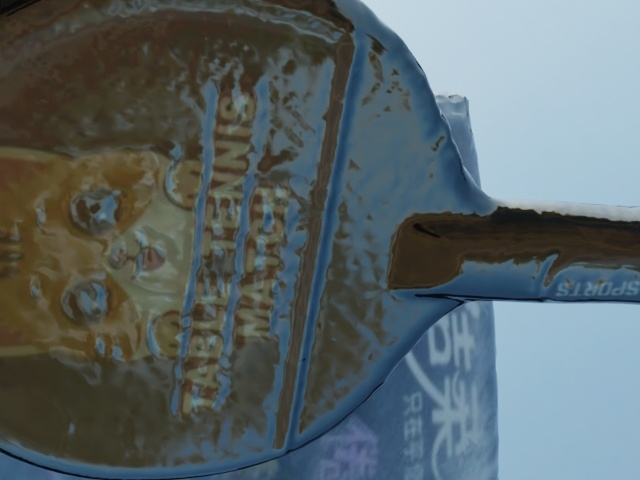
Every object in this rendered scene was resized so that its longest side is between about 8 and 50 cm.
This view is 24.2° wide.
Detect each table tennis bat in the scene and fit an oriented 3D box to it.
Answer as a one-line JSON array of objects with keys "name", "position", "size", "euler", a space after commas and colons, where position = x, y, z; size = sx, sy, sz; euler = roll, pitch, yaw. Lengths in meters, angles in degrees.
[{"name": "table tennis bat", "position": [0.000, 0.000, 0.391], "size": [0.027, 0.236, 0.150], "euler": [-113, -151, -61]}]

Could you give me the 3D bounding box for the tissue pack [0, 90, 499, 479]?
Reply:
[{"name": "tissue pack", "position": [-0.072, 0.080, 0.548], "size": [0.122, 0.361, 0.259], "euler": [4, -80, 40]}]
